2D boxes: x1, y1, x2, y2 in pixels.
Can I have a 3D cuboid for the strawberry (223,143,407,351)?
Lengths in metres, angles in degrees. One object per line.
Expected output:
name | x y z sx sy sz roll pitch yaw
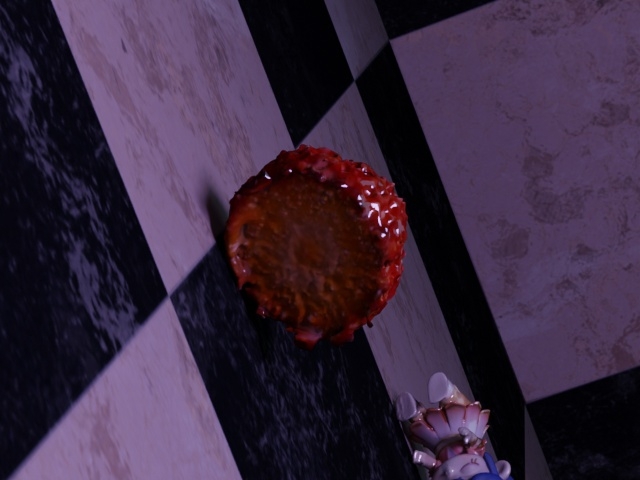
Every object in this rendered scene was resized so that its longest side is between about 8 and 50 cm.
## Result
strawberry | 0.000 0.000 1.349 0.145 0.145 0.086 68 21 -13

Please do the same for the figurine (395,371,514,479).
figurine | 0.148 0.231 1.816 0.102 0.111 0.195 32 35 -42
